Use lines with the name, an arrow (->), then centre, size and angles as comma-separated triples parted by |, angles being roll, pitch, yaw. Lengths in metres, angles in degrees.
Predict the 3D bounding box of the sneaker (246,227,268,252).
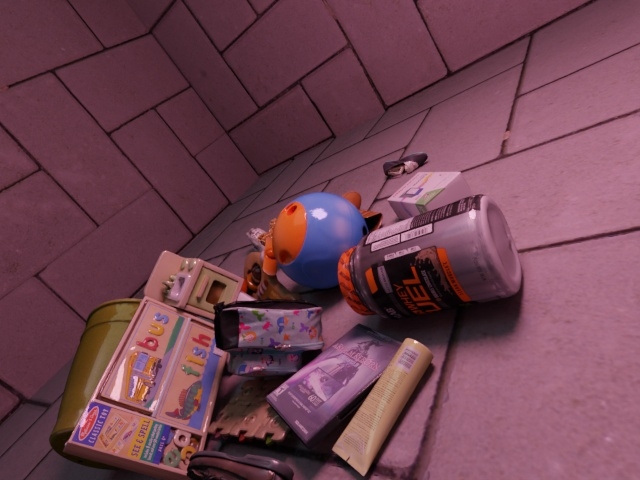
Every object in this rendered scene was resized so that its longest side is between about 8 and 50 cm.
sneaker -> -0.268, 0.004, 1.858 | 0.110, 0.118, 0.292 | -42, 22, -20

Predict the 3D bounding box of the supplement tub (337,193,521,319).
supplement tub -> 0.217, 0.050, 0.848 | 0.338, 0.207, 0.207 | -21, 25, 36

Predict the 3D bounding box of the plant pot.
plant pot -> -0.547, 0.419, 1.128 | 0.367, 0.366, 0.352 | -27, 34, 22

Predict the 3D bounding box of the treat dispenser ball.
treat dispenser ball -> 0.000, 0.000, 1.189 | 0.288, 0.288, 0.288 | -31, 21, 13

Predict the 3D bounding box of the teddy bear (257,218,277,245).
teddy bear -> -0.112, -0.069, 1.658 | 0.338, 0.113, 0.245 | -29, 14, -27

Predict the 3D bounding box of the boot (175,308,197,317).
boot -> -0.685, 0.434, 1.519 | 0.445, 0.146, 0.367 | -35, 10, -8

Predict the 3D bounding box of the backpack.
backpack -> -0.117, 0.228, 0.966 | 0.254, 0.190, 0.225 | -4, -11, -22

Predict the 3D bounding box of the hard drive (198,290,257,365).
hard drive -> -0.301, 0.252, 1.279 | 0.308, 0.040, 0.202 | 15, 82, 53

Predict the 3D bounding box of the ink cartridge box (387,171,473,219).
ink cartridge box -> 0.331, -0.132, 1.235 | 0.154, 0.093, 0.212 | -40, 19, -9

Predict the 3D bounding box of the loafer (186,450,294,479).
loafer -> -0.172, 0.455, 0.752 | 0.268, 0.096, 0.084 | -19, 32, 34

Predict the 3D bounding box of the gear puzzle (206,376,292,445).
gear puzzle -> -0.084, 0.371, 0.869 | 0.339, 0.044, 0.175 | -15, 20, 37

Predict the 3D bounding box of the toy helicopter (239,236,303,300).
toy helicopter -> -0.153, 0.135, 1.289 | 0.355, 0.140, 0.234 | 30, 110, 49

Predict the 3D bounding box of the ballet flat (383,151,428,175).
ballet flat -> 0.345, -0.304, 1.642 | 0.203, 0.074, 0.074 | -7, 34, 42

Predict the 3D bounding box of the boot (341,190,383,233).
boot -> 0.130, -0.089, 1.430 | 0.220, 0.109, 0.283 | -12, 33, 50

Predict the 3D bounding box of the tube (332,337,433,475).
tube -> 0.116, 0.288, 0.715 | 0.240, 0.062, 0.070 | -50, -17, -22

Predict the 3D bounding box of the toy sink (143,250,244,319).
toy sink -> -0.375, 0.141, 1.201 | 0.131, 0.234, 0.152 | -2, 63, 49

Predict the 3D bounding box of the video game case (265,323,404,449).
video game case -> 0.036, 0.281, 0.827 | 0.274, 0.026, 0.196 | -34, 18, -22

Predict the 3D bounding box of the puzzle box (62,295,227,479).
puzzle box -> -0.386, 0.344, 0.985 | 0.052, 0.272, 0.408 | -51, 22, 31
